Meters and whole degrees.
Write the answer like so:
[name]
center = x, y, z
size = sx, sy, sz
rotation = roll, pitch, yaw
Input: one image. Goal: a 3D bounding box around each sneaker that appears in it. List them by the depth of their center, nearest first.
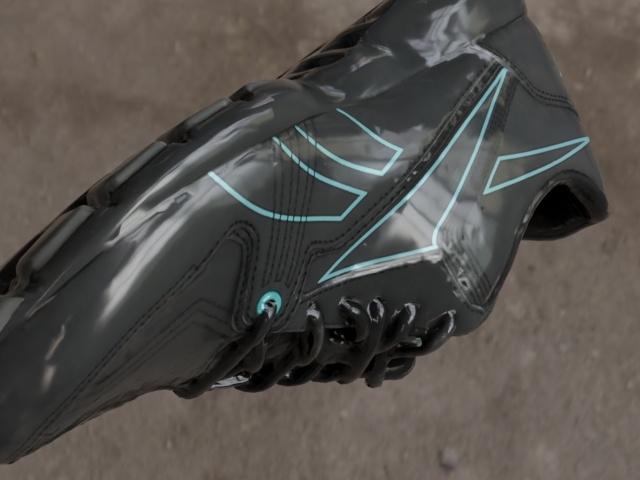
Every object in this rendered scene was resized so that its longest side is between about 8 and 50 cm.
[sneaker]
center = 0.000, 0.000, 0.537
size = 0.267, 0.101, 0.106
rotation = -36, 92, -38
